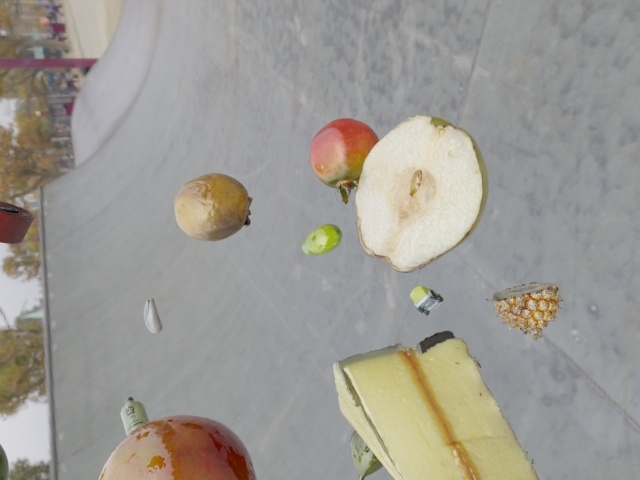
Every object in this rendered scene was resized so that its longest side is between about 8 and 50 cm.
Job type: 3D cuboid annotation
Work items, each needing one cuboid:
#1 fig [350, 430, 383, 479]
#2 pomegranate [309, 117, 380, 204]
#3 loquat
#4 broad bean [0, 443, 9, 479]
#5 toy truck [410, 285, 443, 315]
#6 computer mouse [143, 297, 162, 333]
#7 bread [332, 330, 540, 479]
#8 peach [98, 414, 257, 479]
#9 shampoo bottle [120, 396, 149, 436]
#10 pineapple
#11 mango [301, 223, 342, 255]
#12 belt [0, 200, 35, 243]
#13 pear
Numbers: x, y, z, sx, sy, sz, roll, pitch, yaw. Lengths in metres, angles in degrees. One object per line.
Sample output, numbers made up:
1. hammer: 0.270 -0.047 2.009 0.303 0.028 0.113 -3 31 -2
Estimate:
1. fig: 0.144 0.748 1.849 0.259 0.151 0.151 -62 19 -13
2. pomegranate: 0.079 -0.237 1.644 0.221 0.221 0.256 150 122 -65
3. loquat: -0.330 -0.103 1.673 0.238 0.239 0.193 -130 39 -50
4. broad bean: -1.012 0.650 1.540 0.291 0.119 0.237 56 -149 -36
5. toy truck: 0.314 0.172 1.644 0.076 0.111 0.077 -46 56 12
6. computer mouse: -0.446 0.200 1.448 0.066 0.040 0.096 -157 52 -68
7. bread: 0.277 0.432 1.279 0.405 0.346 0.242 51 152 41
8. peach: -0.295 0.504 1.133 0.333 0.308 0.307 -5 94 44
9. shampoo bottle: -0.623 0.592 1.845 0.162 0.079 0.079 51 143 43
10. pineapple: 0.529 0.188 1.390 0.176 0.162 0.136 -18 87 48
11. mango: 0.005 -0.004 1.767 0.089 0.117 0.163 57 158 -9
12. belt: -1.014 -0.051 1.744 0.124 0.128 0.201 -62 -6 1
13. pear: 0.275 -0.109 1.409 0.340 0.191 0.386 33 108 32
